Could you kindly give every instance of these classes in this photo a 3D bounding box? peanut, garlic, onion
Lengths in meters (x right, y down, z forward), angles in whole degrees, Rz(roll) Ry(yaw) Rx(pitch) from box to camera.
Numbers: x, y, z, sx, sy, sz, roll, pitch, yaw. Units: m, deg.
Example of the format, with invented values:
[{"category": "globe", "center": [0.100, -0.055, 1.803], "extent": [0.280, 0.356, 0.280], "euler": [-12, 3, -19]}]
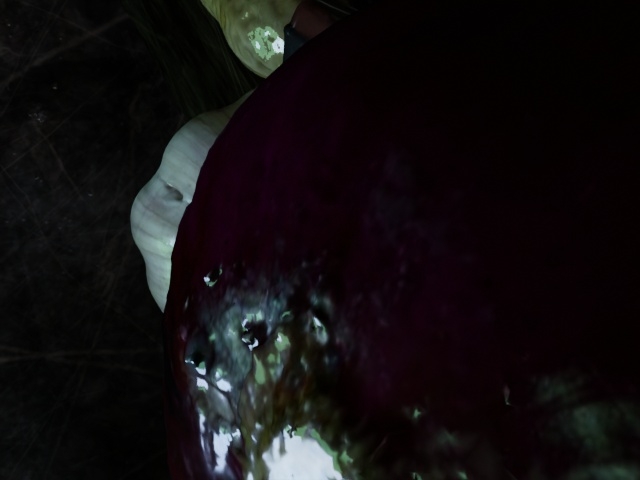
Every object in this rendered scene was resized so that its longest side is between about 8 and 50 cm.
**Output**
[{"category": "peanut", "center": [-0.039, -0.183, 1.514], "extent": [0.226, 0.095, 0.108], "euler": [52, 164, 55]}, {"category": "garlic", "center": [0.000, 0.000, 1.523], "extent": [0.253, 0.245, 0.245], "euler": [29, 152, 50]}, {"category": "onion", "center": [0.104, 0.035, 0.711], "extent": [0.337, 0.282, 0.260], "euler": [34, 124, 48]}]

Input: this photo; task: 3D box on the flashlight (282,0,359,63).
[{"category": "flashlight", "center": [-0.018, -0.053, 1.395], "extent": [0.093, 0.232, 0.093], "euler": [22, -165, -6]}]
